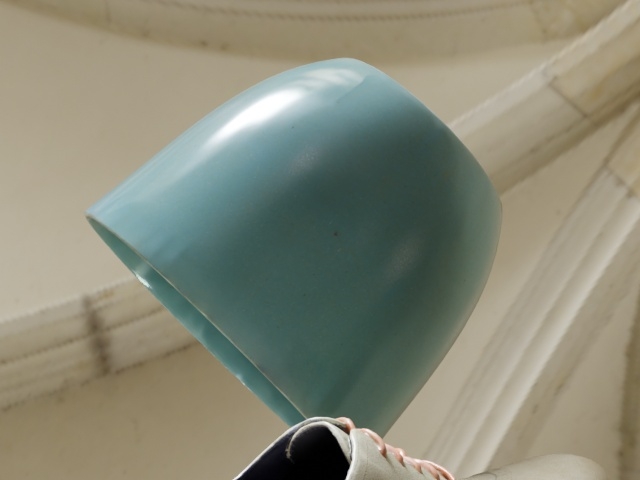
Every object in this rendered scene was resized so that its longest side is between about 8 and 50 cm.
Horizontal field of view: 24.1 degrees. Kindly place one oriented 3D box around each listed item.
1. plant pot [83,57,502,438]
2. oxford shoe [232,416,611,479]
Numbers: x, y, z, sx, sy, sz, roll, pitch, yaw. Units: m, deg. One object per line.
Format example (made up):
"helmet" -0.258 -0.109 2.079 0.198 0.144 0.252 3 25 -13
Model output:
"plant pot" 0.000 0.000 1.179 0.293 0.293 0.235 43 -100 5
"oxford shoe" 0.049 0.172 0.895 0.397 0.140 0.146 -12 -83 -44
